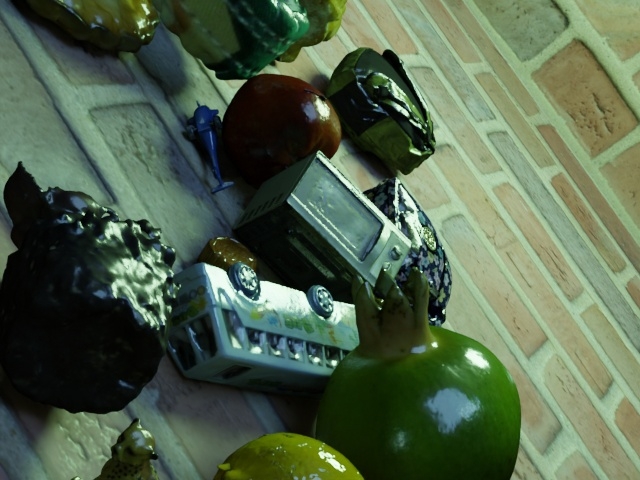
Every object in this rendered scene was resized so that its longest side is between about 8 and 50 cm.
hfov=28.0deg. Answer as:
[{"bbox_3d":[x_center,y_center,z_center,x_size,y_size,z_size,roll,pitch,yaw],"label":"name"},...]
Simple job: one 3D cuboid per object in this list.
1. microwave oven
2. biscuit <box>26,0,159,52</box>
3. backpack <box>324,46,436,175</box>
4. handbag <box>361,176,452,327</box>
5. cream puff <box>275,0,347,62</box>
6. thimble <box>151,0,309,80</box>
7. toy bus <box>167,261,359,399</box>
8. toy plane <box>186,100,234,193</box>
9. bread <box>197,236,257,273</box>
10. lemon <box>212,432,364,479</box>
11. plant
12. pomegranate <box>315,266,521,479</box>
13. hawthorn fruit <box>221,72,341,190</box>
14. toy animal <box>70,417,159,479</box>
[{"bbox_3d":[0.000,0.000,1.863,0.205,0.163,0.129,44,49,-16],"label":"microwave oven"},{"bbox_3d":[-0.377,-0.411,1.871,0.329,0.078,0.335,59,25,7],"label":"biscuit"},{"bbox_3d":[0.125,-0.248,2.443,0.253,0.140,0.207,48,26,-13],"label":"backpack"},{"bbox_3d":[0.136,0.035,2.091,0.208,0.126,0.229,43,35,-40],"label":"handbag"},{"bbox_3d":[-0.080,-0.489,2.258,0.323,0.274,0.270,18,51,-56],"label":"cream puff"},{"bbox_3d":[-0.154,-0.393,1.979,0.254,0.167,0.288,31,28,-56],"label":"thimble"},{"bbox_3d":[-0.071,0.122,1.658,0.329,0.109,0.136,18,53,-50],"label":"toy bus"},{"bbox_3d":[-0.163,-0.142,1.916,0.062,0.054,0.167,64,8,-50],"label":"toy plane"},{"bbox_3d":[-0.128,0.036,1.725,0.085,0.053,0.085,31,26,-17],"label":"bread"},{"bbox_3d":[-0.036,0.296,1.399,0.206,0.173,0.173,37,29,-32],"label":"lemon"},{"bbox_3d":[-0.248,0.058,1.345,0.204,0.178,0.234,24,25,-28],"label":"plant"},{"bbox_3d":[0.142,0.210,1.657,0.309,0.216,0.359,-28,116,-54],"label":"pomegranate"},{"bbox_3d":[-0.065,-0.176,1.973,0.185,0.185,0.202,30,23,-40],"label":"hawthorn fruit"},{"bbox_3d":[-0.164,0.273,1.243,0.181,0.136,0.073,52,24,-2],"label":"toy animal"}]
